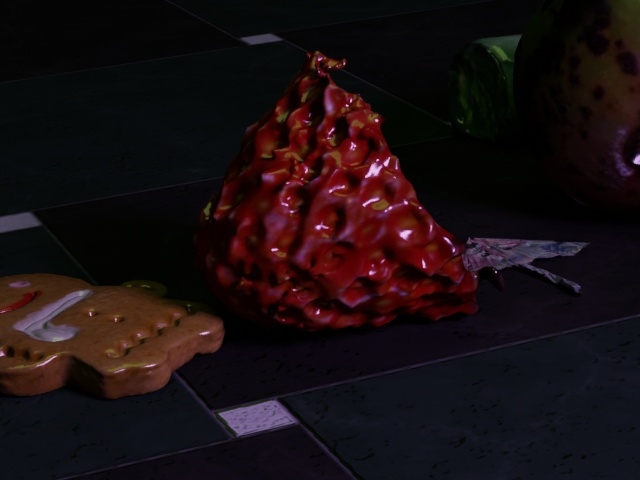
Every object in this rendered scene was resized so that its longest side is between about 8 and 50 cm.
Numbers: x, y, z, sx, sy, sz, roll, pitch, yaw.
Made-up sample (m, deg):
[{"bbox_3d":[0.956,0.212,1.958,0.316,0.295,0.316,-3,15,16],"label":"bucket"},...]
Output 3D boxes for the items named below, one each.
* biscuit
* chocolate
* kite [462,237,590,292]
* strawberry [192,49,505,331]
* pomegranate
[{"bbox_3d":[-0.198,0.063,1.327,0.249,0.035,0.184,8,23,31],"label":"biscuit"},{"bbox_3d":[0.271,-0.174,1.826,0.291,0.110,0.110,-13,22,-32],"label":"chocolate"},{"bbox_3d":[0.161,0.019,1.432,0.139,0.011,0.156,-17,22,-26],"label":"kite"},{"bbox_3d":[0.000,0.000,1.331,0.178,0.234,0.234,-35,25,-4],"label":"strawberry"},{"bbox_3d":[0.301,-0.160,1.534,0.242,0.242,0.306,9,36,31],"label":"pomegranate"}]
